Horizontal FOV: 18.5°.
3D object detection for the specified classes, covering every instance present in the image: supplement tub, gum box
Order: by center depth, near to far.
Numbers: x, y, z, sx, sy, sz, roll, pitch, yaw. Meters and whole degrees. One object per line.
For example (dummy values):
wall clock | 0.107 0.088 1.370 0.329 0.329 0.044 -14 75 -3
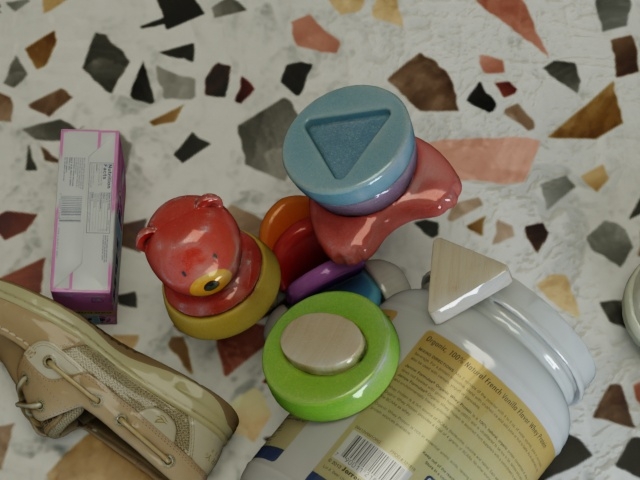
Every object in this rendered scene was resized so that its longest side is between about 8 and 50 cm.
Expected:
supplement tub | 0.098 0.191 1.897 0.228 0.228 0.316 38 74 11
gum box | -0.239 -0.018 2.029 0.062 0.107 0.188 2 70 -1

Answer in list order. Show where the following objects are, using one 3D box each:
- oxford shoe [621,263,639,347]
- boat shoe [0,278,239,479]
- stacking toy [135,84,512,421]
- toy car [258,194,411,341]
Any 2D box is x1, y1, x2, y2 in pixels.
oxford shoe | 0.530 0.017 2.025 0.449 0.130 0.169 -12 73 -4
boat shoe | -0.253 0.142 1.963 0.341 0.121 0.110 27 71 7
stacking toy | 0.000 0.000 1.844 0.309 0.130 0.279 -38 50 -6
toy car | 0.001 0.036 1.999 0.159 0.136 0.182 -26 73 -11
